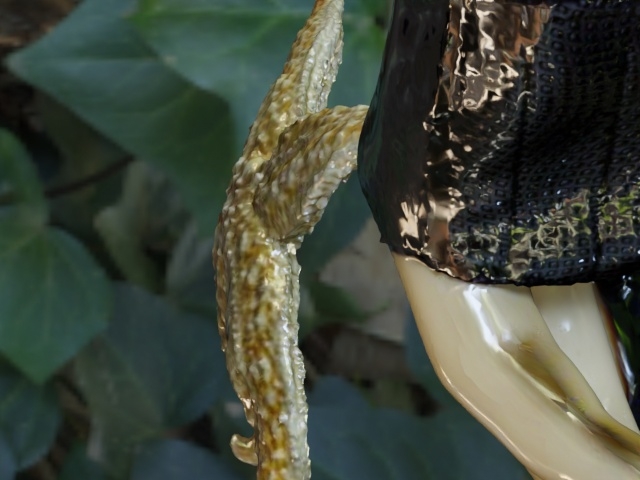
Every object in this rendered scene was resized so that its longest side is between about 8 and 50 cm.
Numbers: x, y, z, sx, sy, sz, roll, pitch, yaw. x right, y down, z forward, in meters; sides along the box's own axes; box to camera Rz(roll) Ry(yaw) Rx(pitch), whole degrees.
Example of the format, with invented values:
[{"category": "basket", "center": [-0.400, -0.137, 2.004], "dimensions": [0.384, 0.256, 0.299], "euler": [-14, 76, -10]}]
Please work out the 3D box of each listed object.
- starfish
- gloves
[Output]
[{"category": "starfish", "center": [-0.009, -0.003, 1.005], "dimensions": [0.094, 0.327, 0.375], "euler": [13, 67, -15]}, {"category": "gloves", "center": [0.117, -0.003, 0.534], "dimensions": [0.197, 0.152, 0.301], "euler": [-16, 114, -7]}]
